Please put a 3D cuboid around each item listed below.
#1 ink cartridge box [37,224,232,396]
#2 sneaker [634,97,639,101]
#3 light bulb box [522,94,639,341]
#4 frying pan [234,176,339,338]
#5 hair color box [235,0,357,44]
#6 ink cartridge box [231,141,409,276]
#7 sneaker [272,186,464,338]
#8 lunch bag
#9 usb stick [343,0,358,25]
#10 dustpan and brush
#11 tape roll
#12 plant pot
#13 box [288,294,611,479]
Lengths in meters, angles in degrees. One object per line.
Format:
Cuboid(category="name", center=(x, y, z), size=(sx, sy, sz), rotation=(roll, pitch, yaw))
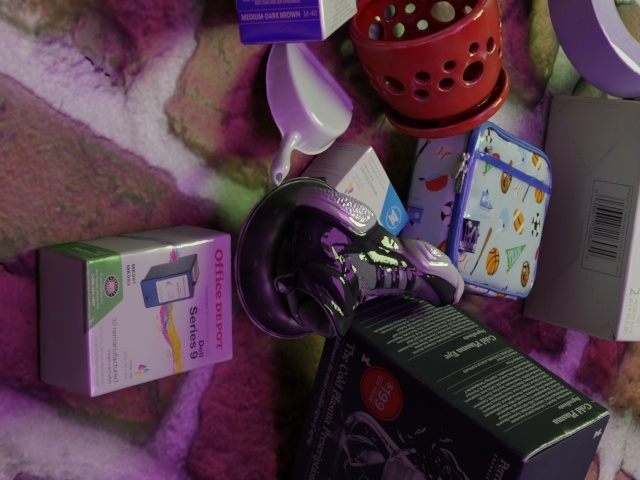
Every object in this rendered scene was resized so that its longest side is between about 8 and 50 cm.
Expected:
Cuboid(category="ink cartridge box", center=(-0.203, 0.074, 1.606), size=(0.212, 0.093, 0.154), rotation=(-11, 106, -47))
Cuboid(category="sneaker", center=(0.629, -0.275, 2.417), size=(0.256, 0.094, 0.151), rotation=(-46, 123, -18))
Cuboid(category="light bulb box", center=(0.538, -0.031, 2.222), size=(0.361, 0.225, 0.357), rotation=(2, 98, -32))
Cuboid(category="frying pan", center=(0.019, 0.056, 1.760), size=(0.326, 0.053, 0.197), rotation=(41, 71, -38))
Cuboid(category="hair color box", center=(-0.039, -0.405, 1.618), size=(0.185, 0.110, 0.338), rotation=(-55, 143, -67))
Cuboid(category="ink cartridge box", center=(0.000, 0.000, 1.817), size=(0.231, 0.078, 0.134), rotation=(-51, 130, -26))
Cuboid(category="sneaker", center=(0.051, 0.054, 1.689), size=(0.269, 0.101, 0.153), rotation=(32, 76, -36))
Cuboid(category="lunch bag", center=(0.220, -0.048, 1.986), size=(0.303, 0.115, 0.243), rotation=(19, 83, -60))
Cuboid(category="usb stick", center=(0.054, -0.403, 1.770), size=(0.077, 0.045, 0.278), rotation=(12, 103, -45))
Cuboid(category="dustpan and brush", center=(-0.027, -0.143, 1.739), size=(0.147, 0.060, 0.211), rotation=(48, 29, -30))
Cuboid(category="tape roll", center=(0.468, -0.355, 2.137), size=(0.275, 0.090, 0.274), rotation=(7, 78, -34))
Cuboid(category="plant pot", center=(0.147, -0.236, 1.844), size=(0.191, 0.191, 0.174), rotation=(-46, 132, -30))
Cuboid(category="box", center=(0.142, 0.283, 1.786), size=(0.179, 0.312, 0.343), rotation=(-20, 133, -43))
